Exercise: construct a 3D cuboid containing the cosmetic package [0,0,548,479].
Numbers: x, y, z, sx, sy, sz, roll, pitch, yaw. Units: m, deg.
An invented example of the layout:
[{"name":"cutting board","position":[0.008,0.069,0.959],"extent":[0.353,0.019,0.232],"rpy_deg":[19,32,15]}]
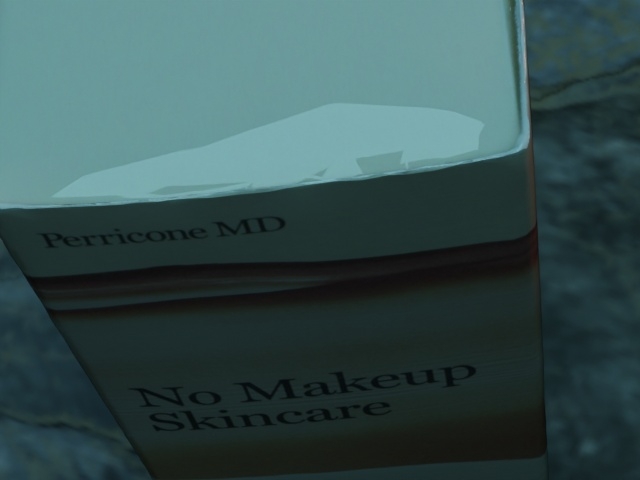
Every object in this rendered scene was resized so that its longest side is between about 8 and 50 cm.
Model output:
[{"name":"cosmetic package","position":[0.000,0.000,0.574],"extent":[0.153,0.296,0.129],"rpy_deg":[-6,61,7]}]
